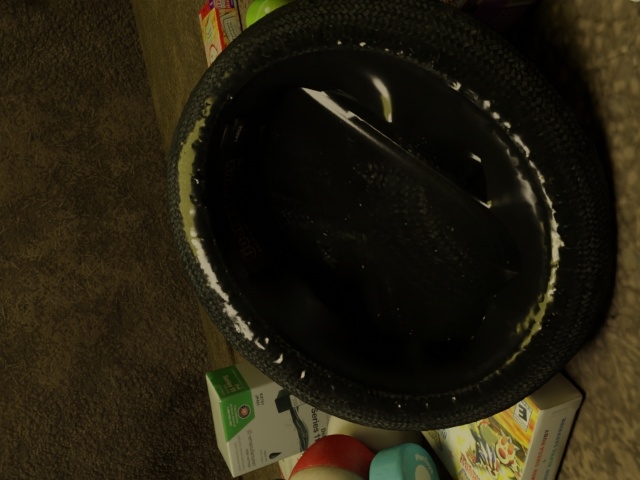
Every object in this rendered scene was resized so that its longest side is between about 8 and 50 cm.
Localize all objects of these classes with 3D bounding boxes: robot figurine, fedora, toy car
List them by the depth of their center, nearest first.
[{"bbox_3d":[0.052,-0.024,0.511,0.152,0.334,0.333,-49,-48,-70],"label":"fedora"},{"bbox_3d":[0.071,0.266,0.753,0.219,0.238,0.210,-28,110,32],"label":"toy car"},{"bbox_3d":[-0.060,-0.296,0.867,0.115,0.067,0.101,-139,46,-60],"label":"robot figurine"}]

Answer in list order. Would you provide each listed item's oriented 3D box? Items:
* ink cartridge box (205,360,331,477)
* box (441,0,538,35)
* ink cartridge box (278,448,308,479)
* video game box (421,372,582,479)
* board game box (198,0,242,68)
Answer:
[{"bbox_3d":[-0.064,0.263,1.032,0.087,0.209,0.153,-145,44,-59],"label":"ink cartridge box"},{"bbox_3d":[0.070,-0.227,0.548,0.293,0.057,0.200,138,118,-69],"label":"box"},{"bbox_3d":[-0.009,0.412,1.150,0.218,0.092,0.158,175,83,-73],"label":"ink cartridge box"},{"bbox_3d":[0.142,0.146,0.607,0.205,0.048,0.187,-127,28,-51],"label":"video game box"},{"bbox_3d":[-0.180,-0.349,1.214,0.147,0.045,0.193,-163,62,-69],"label":"board game box"}]
